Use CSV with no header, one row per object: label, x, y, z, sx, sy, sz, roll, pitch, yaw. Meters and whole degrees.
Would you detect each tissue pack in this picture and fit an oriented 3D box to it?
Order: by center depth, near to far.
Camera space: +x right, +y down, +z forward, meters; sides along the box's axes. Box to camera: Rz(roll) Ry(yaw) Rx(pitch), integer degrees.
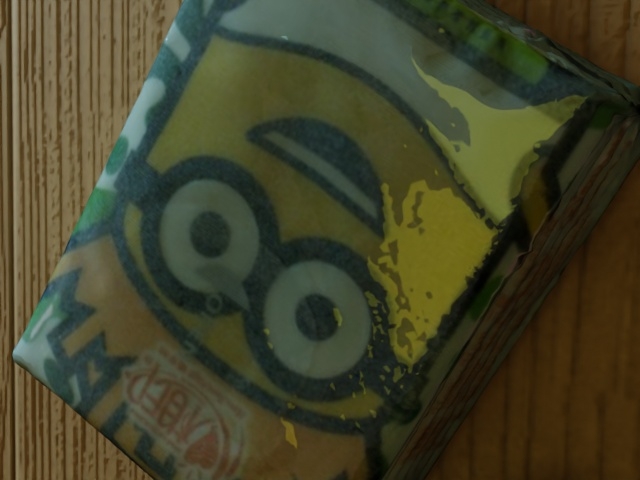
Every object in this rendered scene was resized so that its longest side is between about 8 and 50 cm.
tissue pack,0.000,0.000,0.722,0.228,0.128,0.311,36,108,19
